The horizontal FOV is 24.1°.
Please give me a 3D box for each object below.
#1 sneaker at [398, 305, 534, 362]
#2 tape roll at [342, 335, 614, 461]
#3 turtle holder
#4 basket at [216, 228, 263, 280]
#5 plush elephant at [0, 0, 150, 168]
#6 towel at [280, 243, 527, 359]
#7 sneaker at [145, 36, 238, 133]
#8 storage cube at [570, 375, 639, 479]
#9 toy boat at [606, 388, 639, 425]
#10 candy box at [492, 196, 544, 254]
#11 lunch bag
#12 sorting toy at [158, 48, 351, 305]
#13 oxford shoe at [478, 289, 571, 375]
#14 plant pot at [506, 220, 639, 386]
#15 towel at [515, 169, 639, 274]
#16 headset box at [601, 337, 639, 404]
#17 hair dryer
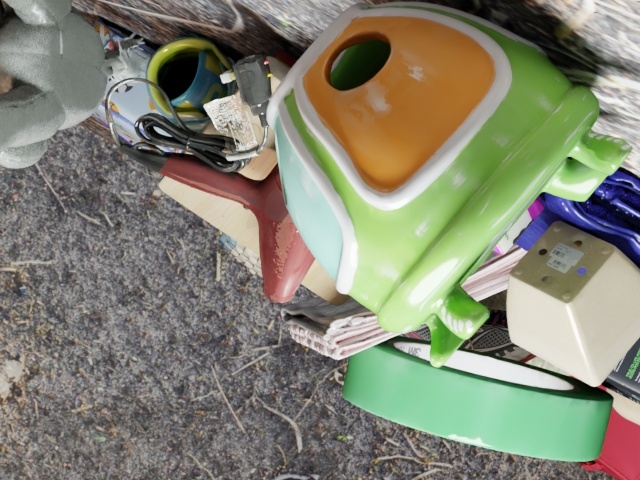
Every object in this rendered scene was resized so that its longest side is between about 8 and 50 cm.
[{"bbox_3d":[0.212,0.123,2.065,0.299,0.112,0.120,-11,-172,44],"label":"sneaker"},{"bbox_3d":[0.189,0.186,1.815,0.321,0.077,0.321,14,-177,-1],"label":"tape roll"},{"bbox_3d":[0.087,-0.066,1.169,0.227,0.243,0.320,40,-163,6],"label":"turtle holder"},{"bbox_3d":[0.000,0.000,2.214,0.289,0.201,0.255,34,171,-6],"label":"basket"},{"bbox_3d":[-0.397,-0.218,1.803,0.255,0.272,0.330,-1,-179,31],"label":"plush elephant"},{"bbox_3d":[0.122,0.053,1.842,0.332,0.316,0.053,-177,65,-79],"label":"towel"},{"bbox_3d":[-0.077,-0.132,1.788,0.319,0.127,0.208,26,176,9],"label":"sneaker"},{"bbox_3d":[0.406,0.217,2.224,0.193,0.215,0.183,37,173,-17],"label":"storage cube"},{"bbox_3d":[0.500,0.185,1.961,0.231,0.151,0.151,26,-156,29],"label":"toy boat"},{"bbox_3d":[0.080,-0.074,1.422,0.233,0.071,0.159,8,138,55],"label":"candy box"},{"bbox_3d":[-0.205,-0.158,2.043,0.303,0.115,0.243,38,172,12],"label":"lunch bag"},{"bbox_3d":[-0.007,-0.078,1.653,0.255,0.089,0.257,34,140,-12],"label":"sorting toy"},{"bbox_3d":[0.280,0.095,2.200,0.130,0.169,0.449,-17,-168,-31],"label":"oxford shoe"},{"bbox_3d":[0.232,0.048,1.370,0.109,0.109,0.096,29,159,41],"label":"plant pot"},{"bbox_3d":[0.290,-0.003,1.487,0.227,0.076,0.308,36,174,-9],"label":"towel"},{"bbox_3d":[0.395,0.128,1.763,0.283,0.131,0.246,27,178,17],"label":"headset box"},{"bbox_3d":[-0.080,-0.064,1.586,0.223,0.080,0.294,-9,116,38],"label":"hair dryer"}]
